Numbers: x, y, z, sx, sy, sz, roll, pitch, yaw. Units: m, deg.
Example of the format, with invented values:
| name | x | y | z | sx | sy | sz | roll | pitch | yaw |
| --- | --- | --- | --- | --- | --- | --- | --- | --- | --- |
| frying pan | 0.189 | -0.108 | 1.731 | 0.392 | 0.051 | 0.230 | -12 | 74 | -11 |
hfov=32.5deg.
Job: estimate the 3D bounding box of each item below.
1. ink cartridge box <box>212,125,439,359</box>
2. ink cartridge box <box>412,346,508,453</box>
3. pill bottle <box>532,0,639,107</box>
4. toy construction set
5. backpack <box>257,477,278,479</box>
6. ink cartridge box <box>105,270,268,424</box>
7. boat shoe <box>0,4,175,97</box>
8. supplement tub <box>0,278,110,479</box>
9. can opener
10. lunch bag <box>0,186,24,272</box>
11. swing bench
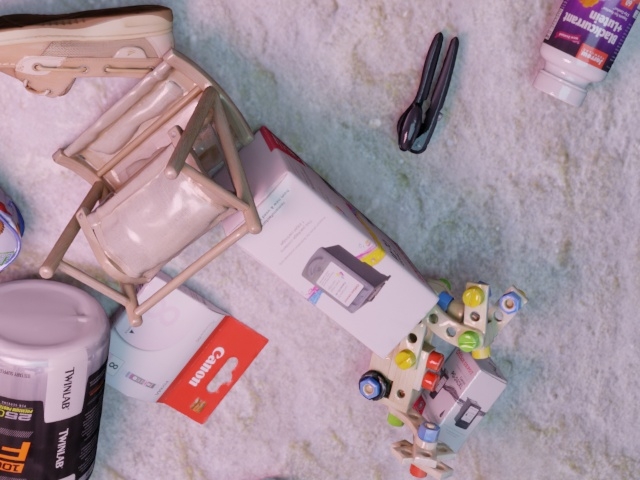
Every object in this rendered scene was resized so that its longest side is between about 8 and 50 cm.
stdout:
| name | x | y | z | sx | sy | sz | roll | pitch | yaw |
| --- | --- | --- | --- | --- | --- | --- | --- | --- | --- |
| ink cartridge box | 0.000 | 0.000 | 1.584 | 0.306 | 0.226 | 0.131 | 39 | 99 | -24 |
| ink cartridge box | 0.226 | 0.256 | 1.796 | 0.063 | 0.109 | 0.150 | 31 | 101 | -20 |
| pill bottle | 0.392 | -0.300 | 1.619 | 0.108 | 0.108 | 0.193 | 19 | 105 | -19 |
| toy construction set | 0.175 | 0.198 | 1.708 | 0.215 | 0.151 | 0.328 | 20 | 94 | 21 |
| backpack | -0.120 | 0.471 | 1.787 | 0.182 | 0.152 | 0.115 | -19 | 123 | -18 |
| ink cartridge box | -0.220 | 0.175 | 1.696 | 0.232 | 0.066 | 0.189 | 36 | 99 | -18 |
| boat shoe | -0.362 | -0.243 | 1.464 | 0.341 | 0.122 | 0.110 | -8 | 111 | -11 |
| supplement tub | -0.419 | 0.243 | 1.578 | 0.207 | 0.207 | 0.338 | 4 | 119 | -14 |
| can opener | 0.164 | -0.216 | 1.630 | 0.059 | 0.073 | 0.186 | 21 | 96 | -11 |
| lunch bag | -0.578 | -0.038 | 1.502 | 0.243 | 0.115 | 0.303 | -37 | 115 | 6 |
| swing bench | -0.224 | -0.071 | 1.464 | 0.253 | 0.255 | 0.165 | -36 | 129 | 26 |
